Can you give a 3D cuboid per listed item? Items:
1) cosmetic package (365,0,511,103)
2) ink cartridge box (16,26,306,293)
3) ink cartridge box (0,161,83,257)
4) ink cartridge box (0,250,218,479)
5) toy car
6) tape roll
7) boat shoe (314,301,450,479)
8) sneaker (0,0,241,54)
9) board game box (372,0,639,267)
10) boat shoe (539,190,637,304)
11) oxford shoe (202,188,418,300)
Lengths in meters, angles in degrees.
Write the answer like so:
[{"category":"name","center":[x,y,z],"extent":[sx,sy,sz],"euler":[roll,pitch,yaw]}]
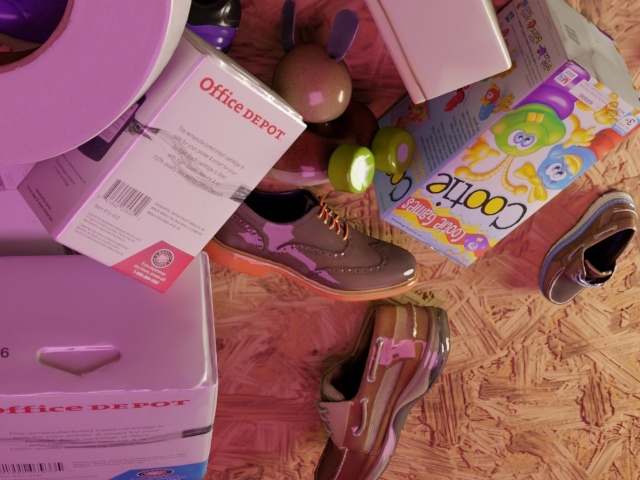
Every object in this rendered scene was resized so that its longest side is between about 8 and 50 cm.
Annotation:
[{"category":"cosmetic package","center":[0.080,-0.304,1.563],"extent":[0.113,0.160,0.309],"euler":[-21,132,11]},{"category":"ink cartridge box","center":[-0.158,-0.086,1.611],"extent":[0.237,0.100,0.172],"euler":[-49,139,9]},{"category":"ink cartridge box","center":[-0.305,-0.072,1.747],"extent":[0.283,0.117,0.207],"euler":[-8,133,-2]},{"category":"ink cartridge box","center":[-0.270,0.160,1.850],"extent":[0.286,0.166,0.395],"euler":[-2,158,-8]},{"category":"toy car","center":[0.002,-0.161,1.707],"extent":[0.155,0.149,0.188],"euler":[12,115,34]},{"category":"tape roll","center":[-0.310,-0.262,1.475],"extent":[0.392,0.072,0.392],"euler":[4,110,11]},{"category":"boat shoe","center":[0.054,0.201,2.083],"extent":[0.120,0.122,0.324],"euler":[17,121,-17]},{"category":"sneaker","center":[-0.214,-0.258,1.607],"extent":[0.293,0.102,0.146],"euler":[8,128,-23]},{"category":"board game box","center":[0.199,-0.124,1.766],"extent":[0.142,0.144,0.275],"euler":[30,123,-34]},{"category":"boat shoe","center":[0.330,0.022,1.982],"extent":[0.066,0.066,0.183],"euler":[12,130,-20]},{"category":"oxford shoe","center":[0.000,0.000,1.888],"extent":[0.271,0.097,0.098],"euler":[11,125,-19]}]
